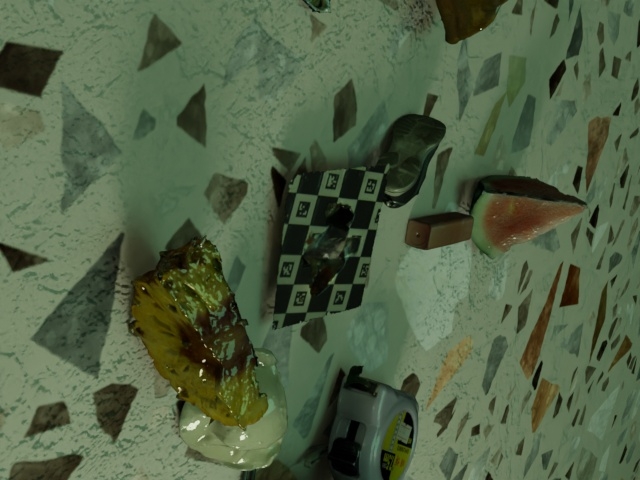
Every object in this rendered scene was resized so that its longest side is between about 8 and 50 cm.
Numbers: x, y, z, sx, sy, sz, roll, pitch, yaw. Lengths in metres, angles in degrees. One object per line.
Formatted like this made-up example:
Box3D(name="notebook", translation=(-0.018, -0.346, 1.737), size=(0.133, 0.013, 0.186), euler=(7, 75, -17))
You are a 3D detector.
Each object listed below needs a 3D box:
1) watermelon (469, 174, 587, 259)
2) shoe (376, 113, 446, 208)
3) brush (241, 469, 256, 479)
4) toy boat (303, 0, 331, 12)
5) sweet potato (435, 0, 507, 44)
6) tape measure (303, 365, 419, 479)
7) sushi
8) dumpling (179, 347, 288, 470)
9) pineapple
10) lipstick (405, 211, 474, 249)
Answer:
Box3D(name="watermelon", translation=(0.342, -0.078, 1.564), size=(0.207, 0.202, 0.136), euler=(35, 37, -58))
Box3D(name="shoe", translation=(0.126, -0.105, 1.307), size=(0.099, 0.071, 0.169), euler=(91, 24, -50))
Box3D(name="brush", translation=(-0.115, 0.410, 1.238), size=(0.062, 0.027, 0.266), euler=(2, 99, -56))
Box3D(name="toy boat", translation=(-0.007, -0.291, 1.046), size=(0.038, 0.038, 0.083), euler=(-62, 144, -16))
Box3D(name="sweet potato", translation=(0.205, -0.449, 1.186), size=(0.157, 0.157, 0.370), euler=(-26, 115, -48))
Box3D(name="tape measure", translation=(0.073, 0.301, 1.392), size=(0.196, 0.105, 0.178), euler=(42, 63, -56))
Box3D(name="sushi", translation=(0.000, 0.000, 1.193), size=(0.192, 0.040, 0.210), euler=(-10, 116, -46))
Box3D(name="dumpling", translation=(-0.108, 0.207, 1.100), size=(0.134, 0.100, 0.169), euler=(-11, 145, -15))
Box3D(name="pineapple", translation=(-0.142, 0.094, 0.955), size=(0.079, 0.135, 0.233), euler=(-34, 123, -31))
Box3D(name="lipstick", translation=(0.193, -0.016, 1.460), size=(0.145, 0.045, 0.045), euler=(-10, 111, -53))
